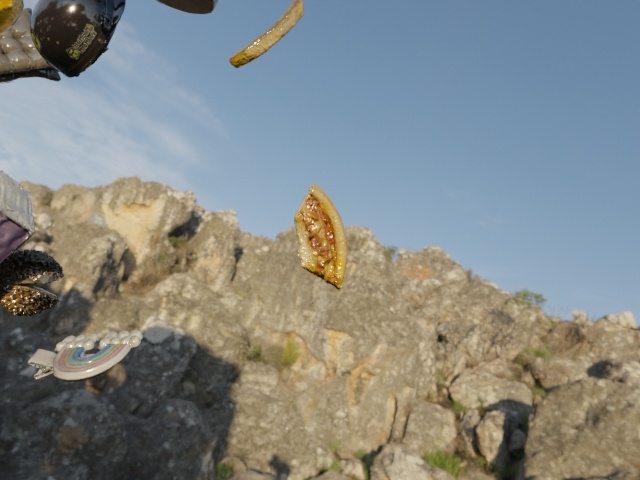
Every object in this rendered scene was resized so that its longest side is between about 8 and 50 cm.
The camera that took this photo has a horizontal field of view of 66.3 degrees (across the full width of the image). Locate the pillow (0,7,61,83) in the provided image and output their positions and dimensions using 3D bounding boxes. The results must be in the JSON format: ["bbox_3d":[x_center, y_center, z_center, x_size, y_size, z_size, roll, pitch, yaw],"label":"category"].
[{"bbox_3d":[-0.970,-0.562,1.451,0.228,0.326,0.101,57,-40,2],"label":"pillow"}]

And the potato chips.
[{"bbox_3d":[-0.171,-0.757,1.784,0.080,0.407,0.057,19,-28,43],"label":"potato chips"}]

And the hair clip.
[{"bbox_3d":[-0.496,0.249,1.025,0.220,0.054,0.140,-7,24,6],"label":"hair clip"}]

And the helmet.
[{"bbox_3d":[-0.663,-0.585,1.302,0.160,0.279,0.231,26,23,-48],"label":"helmet"}]

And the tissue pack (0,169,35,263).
[{"bbox_3d":[-0.882,0.008,1.213,0.242,0.343,0.125,48,-2,45],"label":"tissue pack"}]

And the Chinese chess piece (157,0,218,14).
[{"bbox_3d":[-0.461,-0.855,1.634,0.250,0.097,0.251,10,2,0],"label":"Chinese chess piece"}]

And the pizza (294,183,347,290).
[{"bbox_3d":[0.004,-0.005,1.207,0.134,0.271,0.056,-7,5,-34],"label":"pizza"}]

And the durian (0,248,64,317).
[{"bbox_3d":[-0.812,0.117,1.337,0.196,0.196,0.167,29,-25,-34],"label":"durian"}]

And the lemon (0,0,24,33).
[{"bbox_3d":[-0.627,-0.445,0.913,0.114,0.155,0.114,47,15,-16],"label":"lemon"}]
